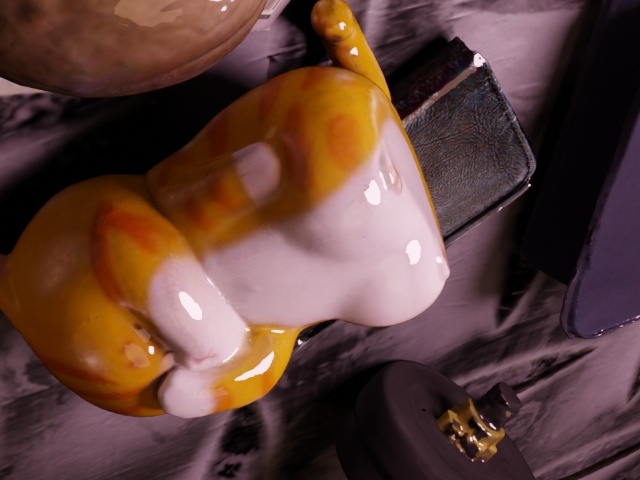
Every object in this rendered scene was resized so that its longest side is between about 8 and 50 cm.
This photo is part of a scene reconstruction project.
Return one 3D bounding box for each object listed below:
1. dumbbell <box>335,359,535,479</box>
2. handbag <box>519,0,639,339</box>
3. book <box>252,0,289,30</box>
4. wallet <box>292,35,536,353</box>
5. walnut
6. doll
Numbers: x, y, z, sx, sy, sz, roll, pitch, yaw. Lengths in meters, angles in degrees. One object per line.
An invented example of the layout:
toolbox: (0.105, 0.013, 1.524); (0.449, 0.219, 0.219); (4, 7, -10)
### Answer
dumbbell: (0.033, 0.261, 1.199); (0.388, 0.185, 0.185); (-48, 145, 20)
handbag: (0.306, -0.086, 1.070); (0.269, 0.118, 0.325); (-12, 142, -21)
book: (-0.002, -0.179, 0.722); (0.181, 0.014, 0.127); (-50, 170, 21)
wallet: (0.000, 0.000, 0.969); (0.318, 0.045, 0.172); (-37, 144, 3)
walnut: (-0.102, -0.133, 0.623); (0.162, 0.140, 0.140); (-6, 146, 8)
doll: (-0.054, 0.003, 0.812); (0.270, 0.162, 0.166); (-31, 129, -1)
